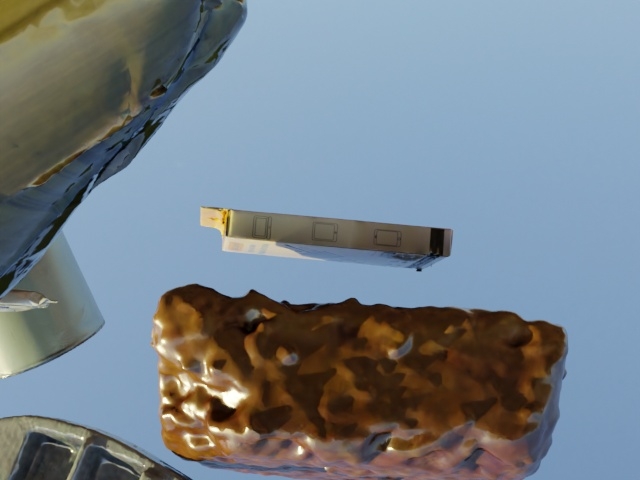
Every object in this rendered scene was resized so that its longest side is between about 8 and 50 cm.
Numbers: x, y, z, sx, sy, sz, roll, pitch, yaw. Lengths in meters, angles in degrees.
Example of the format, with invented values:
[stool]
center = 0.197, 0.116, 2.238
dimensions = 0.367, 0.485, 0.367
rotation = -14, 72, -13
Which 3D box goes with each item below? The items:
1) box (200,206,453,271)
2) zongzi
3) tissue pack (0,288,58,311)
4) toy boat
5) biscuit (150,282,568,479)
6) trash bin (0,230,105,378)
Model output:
[box]
center = 0.000, 0.000, 1.125
dimensions = 0.247, 0.033, 0.129
rotation = 5, 173, -5
[zongzi]
center = -0.132, -0.051, 0.501
dimensions = 0.260, 0.123, 0.289
rotation = -35, 175, 8
[tissue pack]
center = -0.455, 0.077, 1.476
dimensions = 0.193, 0.026, 0.122
rotation = 5, 170, -20
[toy boat]
center = -0.234, 0.256, 1.127
dimensions = 0.282, 0.078, 0.127
rotation = 20, -93, 21
[biscuit]
center = 0.041, 0.165, 1.141
dimensions = 0.394, 0.343, 0.166
rotation = 4, -103, 5
[trash bin]
center = -0.518, 0.068, 1.879
dimensions = 0.277, 0.263, 0.217
rotation = -30, -165, -27
